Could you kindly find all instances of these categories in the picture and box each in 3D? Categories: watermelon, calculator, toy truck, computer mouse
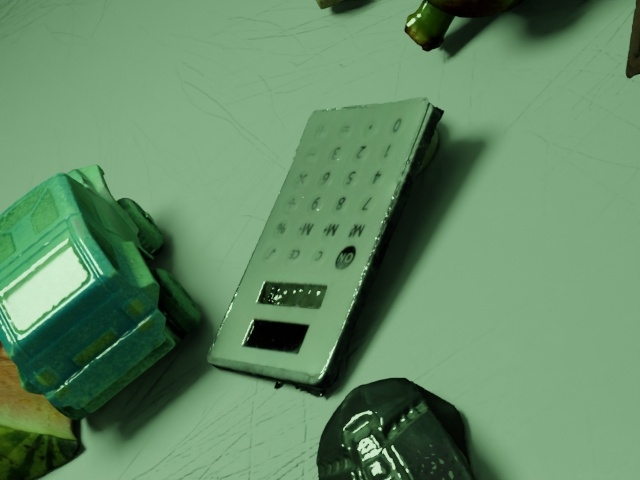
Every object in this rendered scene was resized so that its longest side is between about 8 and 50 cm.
[{"bbox_3d":[-0.347,0.160,1.111,0.303,0.159,0.128,44,126,57],"label":"watermelon"},{"bbox_3d":[0.000,0.000,0.948,0.161,0.021,0.262,1,63,49],"label":"calculator"},{"bbox_3d":[-0.224,0.034,1.045,0.155,0.156,0.279,-38,36,1],"label":"toy truck"},{"bbox_3d":[0.046,0.152,0.736,0.105,0.062,0.192,-35,34,11],"label":"computer mouse"}]

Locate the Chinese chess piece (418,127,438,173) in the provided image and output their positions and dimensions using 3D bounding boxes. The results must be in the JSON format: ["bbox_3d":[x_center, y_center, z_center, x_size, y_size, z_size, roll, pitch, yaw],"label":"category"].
[{"bbox_3d":[0.063,-0.084,0.998,0.084,0.034,0.084,-27,36,22],"label":"Chinese chess piece"}]

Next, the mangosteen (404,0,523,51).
[{"bbox_3d":[0.141,-0.316,1.013,0.275,0.275,0.302,54,132,56],"label":"mangosteen"}]

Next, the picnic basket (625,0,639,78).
[{"bbox_3d":[0.320,-0.233,0.777,0.222,0.129,0.297,115,176,-56],"label":"picnic basket"}]

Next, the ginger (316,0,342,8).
[{"bbox_3d":[0.075,-0.333,1.225,0.213,0.074,0.137,-31,35,6],"label":"ginger"}]
